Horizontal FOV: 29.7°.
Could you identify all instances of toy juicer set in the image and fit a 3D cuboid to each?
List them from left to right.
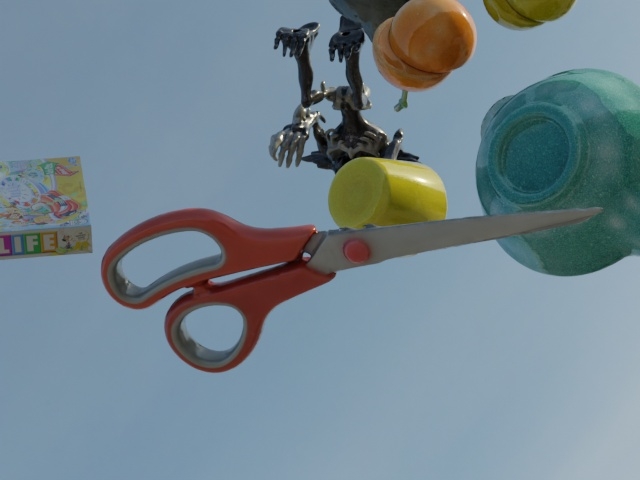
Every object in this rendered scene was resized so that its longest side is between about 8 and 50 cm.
[{"bbox_3d":[0.162,-0.081,0.760,0.089,0.329,0.209,15,-96,-49],"label":"toy juicer set"}]

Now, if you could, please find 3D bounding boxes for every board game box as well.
[{"bbox_3d":[-0.251,-0.029,1.030,0.103,0.154,0.026,-5,-64,-13],"label":"board game box"}]

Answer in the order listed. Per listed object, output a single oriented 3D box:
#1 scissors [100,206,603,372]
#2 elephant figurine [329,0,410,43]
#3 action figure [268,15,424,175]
[{"bbox_3d":[0.000,0.000,0.668,0.297,0.021,0.109,-23,-71,33],"label":"scissors"},{"bbox_3d":[0.130,-0.302,1.218,0.186,0.169,0.239,-7,-34,-52],"label":"elephant figurine"},{"bbox_3d":[0.021,-0.125,1.414,0.141,0.164,0.275,-61,-33,-36],"label":"action figure"}]
